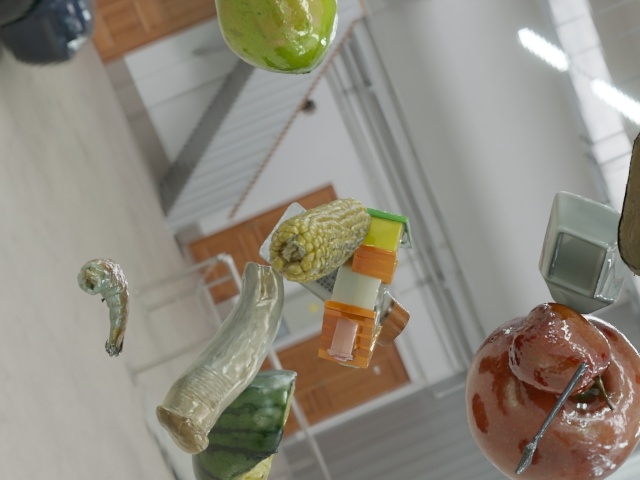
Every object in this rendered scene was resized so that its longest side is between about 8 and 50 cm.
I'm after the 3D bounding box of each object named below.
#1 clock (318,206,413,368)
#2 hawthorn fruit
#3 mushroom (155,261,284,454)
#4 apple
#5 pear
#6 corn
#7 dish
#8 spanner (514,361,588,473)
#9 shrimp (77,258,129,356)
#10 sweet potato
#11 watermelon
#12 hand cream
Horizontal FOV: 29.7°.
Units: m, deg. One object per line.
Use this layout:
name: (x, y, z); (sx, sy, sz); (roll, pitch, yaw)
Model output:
clock: (0.077, 0.091, 2.092); (0.220, 0.106, 0.255); (60, 43, -76)
hawthorn fruit: (0.420, 0.199, 2.018); (0.203, 0.163, 0.163); (32, -12, 17)
mushroom: (-0.158, 0.196, 2.059); (0.122, 0.351, 0.095); (39, -24, -25)
apple: (0.435, 0.289, 2.220); (0.277, 0.348, 0.349); (105, -36, -66)
pear: (-0.070, -0.349, 1.757); (0.220, 0.187, 0.187); (54, 10, -51)
corn: (0.000, 0.000, 1.806); (0.101, 0.101, 0.310); (67, 19, -2)
dish: (0.442, 0.041, 2.057); (0.154, 0.064, 0.234); (23, -43, 20)
spanner: (0.366, 0.282, 1.913); (0.012, 0.208, 0.046); (31, -6, 27)
shrimp: (-0.362, 0.113, 2.014); (0.161, 0.049, 0.166); (12, 79, -76)
sweet potato: (0.403, -0.068, 1.444); (0.081, 0.062, 0.233); (15, -84, 59)
watermelon: (-0.166, 0.395, 2.455); (0.331, 0.189, 0.331); (-160, -90, -84)
hand cream: (0.028, 0.075, 2.277); (0.314, 0.140, 0.089); (44, -32, -13)
